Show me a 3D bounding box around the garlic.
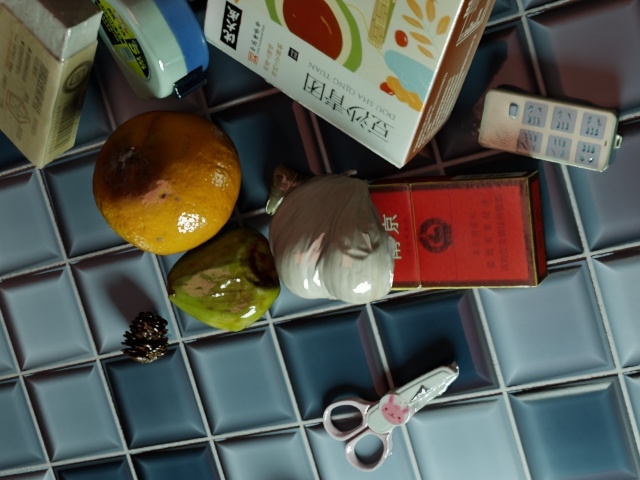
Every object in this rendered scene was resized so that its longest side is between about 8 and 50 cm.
[{"bbox_3d":[0.000,0.000,1.677,0.143,0.229,0.178,-11,112,-18],"label":"garlic"}]

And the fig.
[{"bbox_3d":[-0.144,0.061,1.801,0.166,0.154,0.144,-7,57,-8],"label":"fig"}]

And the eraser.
[{"bbox_3d":[-0.414,-0.258,1.796,0.144,0.078,0.343,44,145,8],"label":"eraser"}]

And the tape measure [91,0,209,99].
[{"bbox_3d":[-0.279,-0.357,1.693,0.351,0.098,0.215,58,162,-19],"label":"tape measure"}]

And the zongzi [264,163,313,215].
[{"bbox_3d":[-0.035,-0.064,1.786,0.083,0.040,0.076,18,117,1],"label":"zongzi"}]

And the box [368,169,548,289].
[{"bbox_3d":[0.184,-0.013,1.675,0.240,0.074,0.153,-2,106,26],"label":"box"}]

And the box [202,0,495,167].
[{"bbox_3d":[0.040,-0.335,1.540,0.345,0.122,0.385,34,142,13],"label":"box"}]

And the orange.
[{"bbox_3d":[-0.224,-0.090,1.767,0.224,0.170,0.224,-12,66,28],"label":"orange"}]

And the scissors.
[{"bbox_3d":[0.110,0.244,1.792,0.242,0.030,0.118,-40,85,30],"label":"scissors"}]

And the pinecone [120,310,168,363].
[{"bbox_3d":[-0.275,0.153,1.922,0.077,0.077,0.083,10,89,22],"label":"pinecone"}]

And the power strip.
[{"bbox_3d":[0.300,-0.148,1.611,0.192,0.035,0.081,14,108,20],"label":"power strip"}]
